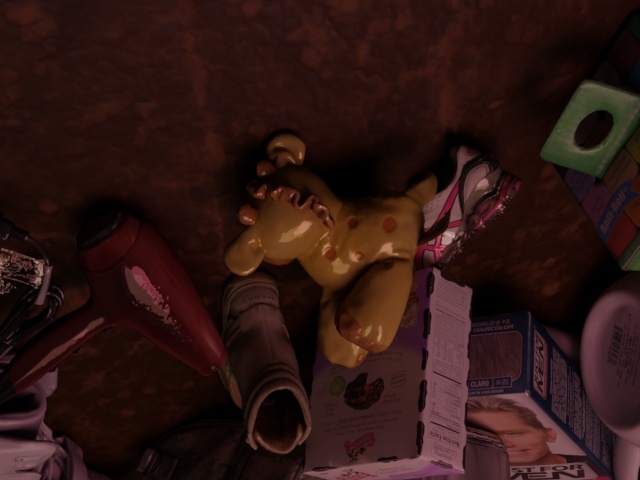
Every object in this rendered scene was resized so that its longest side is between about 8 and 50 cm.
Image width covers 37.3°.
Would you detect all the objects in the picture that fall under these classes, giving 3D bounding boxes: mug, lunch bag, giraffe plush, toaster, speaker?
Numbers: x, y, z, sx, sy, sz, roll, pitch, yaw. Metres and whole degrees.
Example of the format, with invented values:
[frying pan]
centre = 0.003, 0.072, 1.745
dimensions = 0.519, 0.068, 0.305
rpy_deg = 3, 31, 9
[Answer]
[mug]
centre = 0.484, 0.183, 1.138
dimensions = 0.328, 0.276, 0.374
rpy_deg = 3, 117, -17
[lunch bag]
centre = -0.049, 0.344, 1.157
dimensions = 0.305, 0.256, 0.212
rpy_deg = 39, 72, -43
[giraffe plush]
centre = 0.000, 0.000, 0.885
dimensions = 0.171, 0.181, 0.210
rpy_deg = 21, 138, -10
[toaster]
centre = 0.123, 0.281, 1.048
dimensions = 0.129, 0.146, 0.227
rpy_deg = -15, 153, 41
[speaker]
centre = 0.316, 0.142, 1.214
dimensions = 0.136, 0.055, 0.055
rpy_deg = 16, 127, -33

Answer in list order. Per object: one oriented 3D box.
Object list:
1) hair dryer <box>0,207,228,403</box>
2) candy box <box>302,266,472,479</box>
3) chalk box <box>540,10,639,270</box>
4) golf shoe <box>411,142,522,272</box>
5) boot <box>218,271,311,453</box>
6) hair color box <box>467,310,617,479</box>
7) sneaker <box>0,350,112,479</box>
[hair dryer]
centre = -0.224, 0.070, 0.893
dimensions = 0.294, 0.080, 0.223
rpy_deg = 13, 115, -18
[candy box]
centre = 0.069, 0.144, 0.977
dimensions = 0.070, 0.196, 0.165
rpy_deg = 27, 148, -36
[chalk box]
centre = 0.351, -0.086, 0.898
dimensions = 0.289, 0.179, 0.180
rpy_deg = 4, 132, -25
[golf shoe]
centre = 0.123, -0.028, 0.969
dimensions = 0.086, 0.067, 0.186
rpy_deg = 39, 133, 1
[boot]
centre = -0.060, 0.159, 1.004
dimensions = 0.077, 0.165, 0.213
rpy_deg = -8, 137, -13
[hair color box]
centre = 0.240, 0.214, 1.176
dimensions = 0.174, 0.105, 0.347
rpy_deg = -11, 144, 31
[sneaker]
centre = -0.305, 0.245, 1.019
dimensions = 0.366, 0.137, 0.210
rpy_deg = 28, 122, -36
